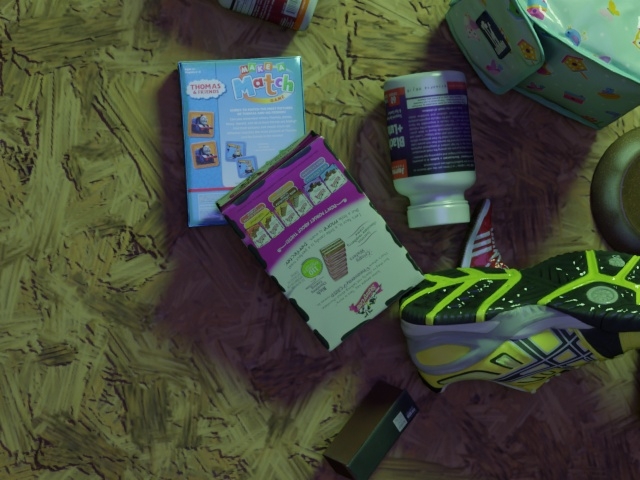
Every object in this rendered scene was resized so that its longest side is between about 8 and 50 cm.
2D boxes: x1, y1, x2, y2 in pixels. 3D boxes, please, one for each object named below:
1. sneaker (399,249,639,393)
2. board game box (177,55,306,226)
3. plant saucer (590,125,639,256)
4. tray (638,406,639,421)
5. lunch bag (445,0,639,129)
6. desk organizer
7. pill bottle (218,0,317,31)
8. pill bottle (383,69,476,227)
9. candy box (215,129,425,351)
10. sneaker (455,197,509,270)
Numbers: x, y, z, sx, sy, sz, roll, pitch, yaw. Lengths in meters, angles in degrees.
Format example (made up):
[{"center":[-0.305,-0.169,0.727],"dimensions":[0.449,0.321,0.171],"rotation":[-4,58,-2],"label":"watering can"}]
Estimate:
[{"center":[0.297,0.111,1.798],"dimensions":[0.384,0.145,0.147],"rotation":[-2,122,9],"label":"sneaker"},{"center":[-0.098,-0.127,1.806],"dimensions":[0.160,0.039,0.212],"rotation":[-3,91,-8],"label":"board game box"},{"center":[0.464,-0.060,1.885],"dimensions":[0.198,0.036,0.199],"rotation":[0,90,-8],"label":"plant saucer"},{"center":[0.552,0.050,1.850],"dimensions":[0.202,0.076,0.411],"rotation":[7,91,-16],"label":"tray"},{"center":[0.299,-0.265,1.771],"dimensions":[0.262,0.223,0.160],"rotation":[23,78,-7],"label":"lunch bag"},{"center":[0.065,0.248,1.815],"dimensions":[0.130,0.050,0.047],"rotation":[-50,129,-21],"label":"desk organizer"},{"center":[-0.078,-0.328,1.790],"dimensions":[0.152,0.086,0.086],"rotation":[17,87,-7],"label":"pill bottle"},{"center":[0.143,-0.115,1.805],"dimensions":[0.108,0.108,0.194],"rotation":[-6,89,-8],"label":"pill bottle"},{"center":[0.000,0.000,1.772],"dimensions":[0.159,0.071,0.233],"rotation":[-37,106,-1],"label":"candy box"},{"center":[0.223,0.008,1.846],"dimensions":[0.067,0.042,0.118],"rotation":[16,94,-3],"label":"sneaker"}]
